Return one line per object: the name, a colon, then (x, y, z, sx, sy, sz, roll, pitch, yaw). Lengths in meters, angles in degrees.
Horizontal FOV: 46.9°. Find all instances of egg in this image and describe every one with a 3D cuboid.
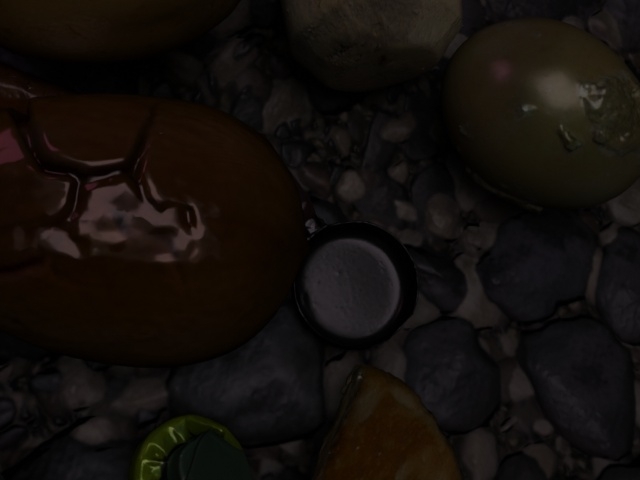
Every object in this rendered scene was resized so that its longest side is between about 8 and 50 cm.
egg: (0.203, -0.113, 0.664, 0.201, 0.164, 0.164, 32, 71, -7)

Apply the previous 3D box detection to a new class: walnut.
walnut: (-0.154, -0.008, 0.524, 0.297, 0.203, 0.203, -2, 77, -18)

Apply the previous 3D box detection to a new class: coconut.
coconut: (0.038, -0.231, 0.643, 0.170, 0.171, 0.183, -8, 82, -17)

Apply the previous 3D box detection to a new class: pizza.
pizza: (0.043, 0.222, 0.551, 0.181, 0.034, 0.262, 51, 39, -8)

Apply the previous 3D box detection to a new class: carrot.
carrot: (-0.232, -0.117, 0.608, 0.191, 0.047, 0.047, 14, 74, -12)

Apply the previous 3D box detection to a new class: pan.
pan: (-0.001, 0.000, 0.642, 0.115, 0.040, 0.212, -39, 96, -19)

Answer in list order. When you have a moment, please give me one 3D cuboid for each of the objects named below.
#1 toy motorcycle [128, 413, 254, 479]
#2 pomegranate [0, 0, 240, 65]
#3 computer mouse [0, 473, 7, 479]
toy motorcycle: (-0.085, 0.293, 0.491, 0.200, 0.191, 0.326, 32, 53, -14)
pomegranate: (-0.173, -0.263, 0.538, 0.307, 0.307, 0.307, 4, 76, -14)
computer mouse: (-0.355, 0.244, 0.448, 0.370, 0.122, 0.188, -22, 80, -12)
